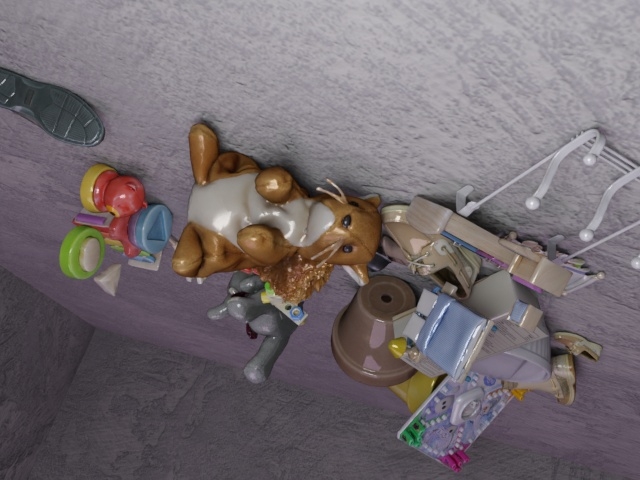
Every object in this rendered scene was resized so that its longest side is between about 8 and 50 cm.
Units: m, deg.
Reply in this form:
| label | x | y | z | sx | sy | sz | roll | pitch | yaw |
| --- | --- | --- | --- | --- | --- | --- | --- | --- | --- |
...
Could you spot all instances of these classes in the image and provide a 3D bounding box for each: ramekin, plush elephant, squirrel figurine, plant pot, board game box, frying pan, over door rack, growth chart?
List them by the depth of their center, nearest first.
| label | x | y | z | sx | sy | sz | roll | pitch | yaw |
| --- | --- | --- | --- | --- | --- | --- | --- | --- | --- |
| over door rack | 0.401 | -0.037 | 1.043 | 0.239 | 0.108 | 0.324 | 27 | 157 | -17 |
| squirrel figurine | -0.062 | -0.024 | 1.304 | 0.370 | 0.281 | 0.397 | 4 | 164 | 5 |
| growth chart | 0.454 | 0.051 | 1.324 | 0.237 | 0.021 | 0.172 | 22 | 157 | -9 |
| frying pan | 0.012 | 0.002 | 1.471 | 0.326 | 0.053 | 0.197 | 23 | 174 | -19 |
| ramekin | 0.469 | 0.266 | 1.682 | 0.272 | 0.127 | 0.273 | 16 | 158 | 7 |
| plant pot | 0.162 | 0.218 | 1.696 | 0.262 | 0.263 | 0.229 | 15 | 142 | 9 |
| plush elephant | -0.191 | 0.173 | 1.802 | 0.255 | 0.330 | 0.272 | 13 | 132 | 37 |
| board game box | 0.456 | 0.514 | 1.968 | 0.050 | 0.390 | 0.390 | 42 | 180 | 45 |
| plant pot | 0.319 | 0.424 | 2.049 | 0.239 | 0.254 | 0.254 | 20 | 164 | 41 |

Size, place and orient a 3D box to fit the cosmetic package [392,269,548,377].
| label | x | y | z | sx | sy | sz | roll | pitch | yaw |
| --- | --- | --- | --- | --- | --- | --- | --- | --- | --- |
| cosmetic package | 0.337 | 0.197 | 1.488 | 0.309 | 0.113 | 0.160 | -28 | 135 | 28 |

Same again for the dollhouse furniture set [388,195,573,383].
| label | x | y | z | sx | sy | sz | roll | pitch | yaw |
| --- | --- | --- | --- | --- | --- | --- | --- | --- | --- |
| dollhouse furniture set | 0.227 | 0.115 | 1.171 | 0.198 | 0.304 | 0.286 | 25 | -175 | -21 |

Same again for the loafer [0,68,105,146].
| label | x | y | z | sx | sy | sz | roll | pitch | yaw |
| --- | --- | --- | --- | --- | --- | --- | --- | --- | --- |
| loafer | -0.550 | -0.267 | 1.306 | 0.267 | 0.096 | 0.084 | 26 | 178 | -2 |

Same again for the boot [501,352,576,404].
| label | x | y | z | sx | sy | sz | roll | pitch | yaw |
| --- | --- | --- | --- | --- | --- | --- | --- | --- | --- |
| boot | 0.625 | 0.404 | 1.865 | 0.203 | 0.095 | 0.262 | -6 | 147 | 16 |

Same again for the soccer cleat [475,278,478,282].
| label | x | y | z | sx | sy | sz | roll | pitch | yaw |
| --- | --- | --- | --- | --- | --- | --- | --- | --- | --- |
| soccer cleat | 0.355 | 0.101 | 1.512 | 0.035 | 0.029 | 0.083 | -10 | 149 | 43 |

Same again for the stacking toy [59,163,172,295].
| label | x | y | z | sx | sy | sz | roll | pitch | yaw |
| --- | --- | --- | --- | --- | --- | --- | --- | --- | --- |
| stacking toy | -0.481 | -0.006 | 1.598 | 0.130 | 0.280 | 0.309 | 12 | 162 | 19 |

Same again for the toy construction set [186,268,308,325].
| label | x | y | z | sx | sy | sz | roll | pitch | yaw |
| --- | --- | --- | --- | --- | --- | --- | --- | --- | --- |
| toy construction set | -0.161 | 0.068 | 1.591 | 0.327 | 0.215 | 0.151 | 16 | 158 | 6 |

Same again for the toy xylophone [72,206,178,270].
| label | x | y | z | sx | sy | sz | roll | pitch | yaw |
| --- | --- | --- | --- | --- | --- | --- | --- | --- | --- |
| toy xylophone | -0.557 | -0.012 | 1.900 | 0.236 | 0.081 | 0.323 | 6 | 155 | 28 |

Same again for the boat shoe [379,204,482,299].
| label | x | y | z | sx | sy | sz | roll | pitch | yaw |
| --- | --- | --- | --- | --- | --- | --- | --- | --- | --- |
| boat shoe | 0.228 | 0.027 | 1.340 | 0.109 | 0.098 | 0.302 | -6 | 148 | 46 |

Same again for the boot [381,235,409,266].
| label | x | y | z | sx | sy | sz | roll | pitch | yaw |
| --- | --- | --- | --- | --- | --- | --- | --- | --- | --- |
| boot | 0.189 | 0.024 | 1.451 | 0.086 | 0.042 | 0.118 | 4 | 157 | 22 |

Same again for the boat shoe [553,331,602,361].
| label | x | y | z | sx | sy | sz | roll | pitch | yaw |
| --- | --- | --- | --- | --- | --- | --- | --- | --- | --- |
| boat shoe | 0.657 | 0.272 | 1.653 | 0.135 | 0.045 | 0.050 | 21 | 158 | -6 |
